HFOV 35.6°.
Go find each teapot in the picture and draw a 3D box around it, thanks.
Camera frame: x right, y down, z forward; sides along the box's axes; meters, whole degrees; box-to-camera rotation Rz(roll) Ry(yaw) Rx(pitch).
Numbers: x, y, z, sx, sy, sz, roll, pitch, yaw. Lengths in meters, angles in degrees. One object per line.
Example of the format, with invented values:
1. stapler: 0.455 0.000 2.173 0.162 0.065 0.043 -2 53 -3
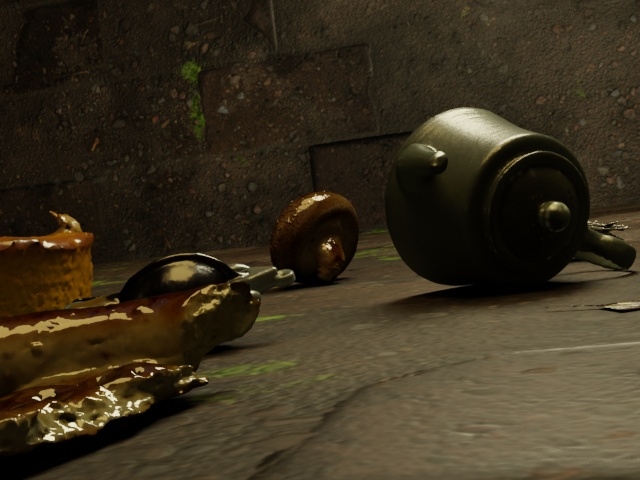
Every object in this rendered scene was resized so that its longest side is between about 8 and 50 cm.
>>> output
1. teapot: 0.168 -0.026 0.846 0.239 0.163 0.149 25 -4 -26

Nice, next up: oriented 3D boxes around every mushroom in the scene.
1. mushroom: -0.007 0.000 1.155 0.085 0.109 0.126 -11 -17 37

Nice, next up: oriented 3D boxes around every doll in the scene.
1. doll: -0.113 0.047 0.703 0.195 0.070 0.096 -14 18 -6

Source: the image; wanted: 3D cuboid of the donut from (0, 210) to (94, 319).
1. donut: -0.318 0.041 0.866 0.253 0.119 0.253 -5 4 0

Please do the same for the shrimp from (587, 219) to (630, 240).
1. shrimp: 0.250 -0.005 1.054 0.065 0.057 0.165 11 -20 -39

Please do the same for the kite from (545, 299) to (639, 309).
1. kite: 0.187 0.043 0.650 0.078 0.002 0.044 -5 2 10

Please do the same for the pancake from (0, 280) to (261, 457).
1. pancake: -0.177 0.067 0.480 0.212 0.056 0.257 -6 2 30
